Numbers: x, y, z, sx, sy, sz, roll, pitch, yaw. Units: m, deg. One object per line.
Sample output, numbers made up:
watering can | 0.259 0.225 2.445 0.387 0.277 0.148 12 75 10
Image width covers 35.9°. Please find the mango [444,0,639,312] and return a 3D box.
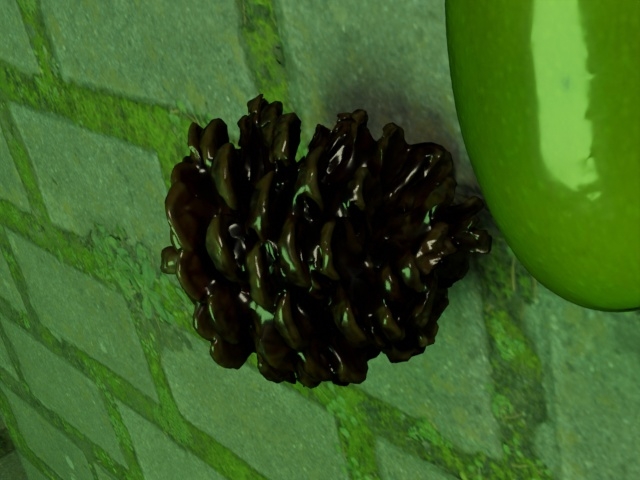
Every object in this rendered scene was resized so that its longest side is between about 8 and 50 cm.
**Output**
mango | 0.142 -0.127 0.520 0.192 0.156 0.343 -98 -3 -76

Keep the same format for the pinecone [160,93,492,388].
pinecone | -0.003 0.010 0.792 0.257 0.243 0.243 21 138 10
